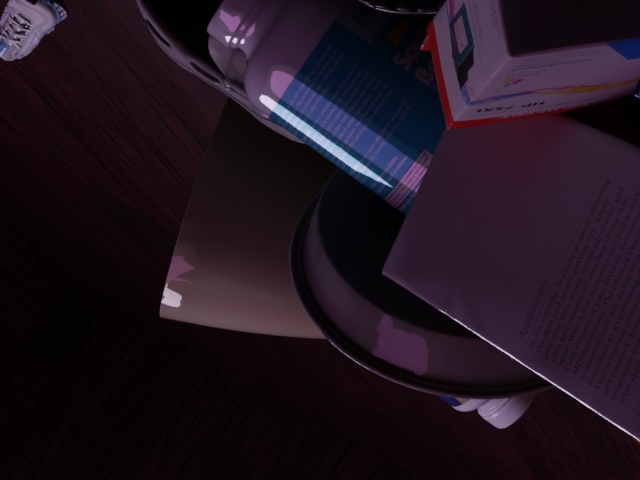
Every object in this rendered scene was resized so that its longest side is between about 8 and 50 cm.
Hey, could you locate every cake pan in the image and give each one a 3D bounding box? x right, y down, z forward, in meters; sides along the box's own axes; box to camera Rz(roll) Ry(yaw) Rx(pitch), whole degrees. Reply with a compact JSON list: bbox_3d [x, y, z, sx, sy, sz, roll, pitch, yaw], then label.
[{"bbox_3d":[0.121,0.008,1.579,0.293,0.293,0.054,30,138,21],"label":"cake pan"}]

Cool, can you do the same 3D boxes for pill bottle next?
[{"bbox_3d":[0.171,0.141,2.260,0.187,0.112,0.112,38,167,-13],"label":"pill bottle"},{"bbox_3d":[0.040,-0.130,1.510,0.264,0.146,0.146,35,168,-3],"label":"pill bottle"}]

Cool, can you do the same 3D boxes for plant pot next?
[{"bbox_3d":[0.000,0.000,1.969,0.274,0.256,0.256,17,167,0],"label":"plant pot"}]

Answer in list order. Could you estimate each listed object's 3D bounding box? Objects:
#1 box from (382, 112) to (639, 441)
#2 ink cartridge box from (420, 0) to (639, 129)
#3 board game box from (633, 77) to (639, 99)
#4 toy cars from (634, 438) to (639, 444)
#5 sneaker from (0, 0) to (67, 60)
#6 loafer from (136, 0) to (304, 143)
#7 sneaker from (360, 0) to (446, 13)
[{"bbox_3d":[0.240,0.033,1.294,0.215,0.168,0.345,19,-171,-34],"label":"box"},{"bbox_3d":[0.151,-0.132,1.208,0.134,0.078,0.231,-9,171,-9],"label":"ink cartridge box"},{"bbox_3d":[0.297,-0.052,1.134,0.136,0.035,0.201,24,178,43],"label":"board game box"},{"bbox_3d":[0.396,0.147,1.770,0.176,0.087,0.393,29,164,5],"label":"toy cars"},{"bbox_3d":[-0.359,-0.256,2.244,0.071,0.083,0.191,38,166,-3],"label":"sneaker"},{"bbox_3d":[-0.055,-0.171,1.692,0.319,0.112,0.111,25,172,41],"label":"loafer"},{"bbox_3d":[0.036,-0.225,1.355,0.283,0.107,0.124,19,-172,34],"label":"sneaker"}]
